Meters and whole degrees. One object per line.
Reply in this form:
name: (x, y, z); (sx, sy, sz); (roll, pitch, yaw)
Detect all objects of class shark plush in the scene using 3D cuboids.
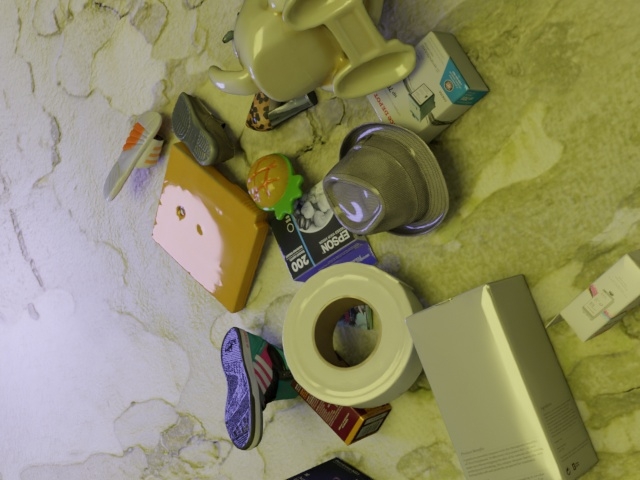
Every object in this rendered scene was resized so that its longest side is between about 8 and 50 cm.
shark plush: (-0.151, -0.480, 1.998); (0.067, 0.073, 0.161); (29, 93, 12)

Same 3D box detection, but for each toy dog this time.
toy dog: (-0.034, -0.456, 1.725); (0.395, 0.284, 0.408); (-33, 44, 21)

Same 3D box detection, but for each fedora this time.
fedora: (0.101, -0.095, 1.719); (0.275, 0.124, 0.244); (7, 124, 53)

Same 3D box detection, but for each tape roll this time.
tape roll: (0.070, 0.188, 1.789); (0.286, 0.100, 0.286); (-7, 74, 24)

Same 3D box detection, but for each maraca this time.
maraca: (-0.095, -0.118, 1.937); (0.185, 0.099, 0.127); (43, 112, 48)

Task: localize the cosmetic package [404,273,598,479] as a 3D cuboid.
cosmetic package: (0.323, 0.267, 1.620); (0.197, 0.155, 0.366); (-26, 79, 38)

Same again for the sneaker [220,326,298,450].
sneaker: (-0.119, 0.337, 1.975); (0.124, 0.178, 0.296); (-45, 39, 34)

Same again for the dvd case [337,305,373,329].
dvd case: (0.056, 0.142, 1.906); (0.119, 0.013, 0.087); (5, 108, 37)

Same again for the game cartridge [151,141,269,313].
game cartridge: (-0.262, -0.031, 2.105); (0.323, 0.052, 0.285); (40, 129, 26)

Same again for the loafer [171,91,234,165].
loafer: (-0.273, -0.254, 2.089); (0.094, 0.087, 0.251); (-59, 45, 30)

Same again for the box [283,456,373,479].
box: (0.016, 0.558, 1.876); (0.153, 0.207, 0.108); (23, 110, 34)

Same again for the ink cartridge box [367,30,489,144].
ink cartridge box: (0.199, -0.279, 1.698); (0.190, 0.082, 0.140); (-41, 71, 34)

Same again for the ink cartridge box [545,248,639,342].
ink cartridge box: (0.480, 0.101, 1.496); (0.067, 0.115, 0.198); (54, 126, 20)

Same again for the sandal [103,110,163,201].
sandal: (-0.454, -0.204, 2.245); (0.265, 0.076, 0.102); (-54, 39, 18)

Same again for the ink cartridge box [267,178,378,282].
ink cartridge box: (0.000, 0.000, 1.922); (0.206, 0.045, 0.208); (-34, 76, 37)

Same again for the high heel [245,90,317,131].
high heel: (-0.132, -0.373, 1.945); (0.186, 0.093, 0.261); (-22, 91, 33)

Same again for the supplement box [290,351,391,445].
supplement box: (0.042, 0.328, 1.891); (0.188, 0.104, 0.081); (43, 119, 27)
